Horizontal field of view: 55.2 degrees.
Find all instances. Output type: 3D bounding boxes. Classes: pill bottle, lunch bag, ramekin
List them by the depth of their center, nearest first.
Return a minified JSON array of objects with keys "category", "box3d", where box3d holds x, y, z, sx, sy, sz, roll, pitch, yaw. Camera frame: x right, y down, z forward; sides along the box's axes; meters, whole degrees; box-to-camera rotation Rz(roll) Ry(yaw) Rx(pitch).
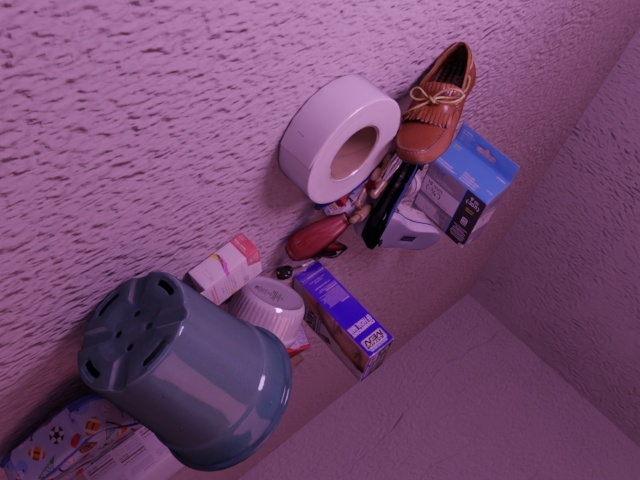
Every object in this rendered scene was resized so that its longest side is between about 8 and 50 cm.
[{"category":"lunch bag","box3d":[-0.557,0.461,1.408,0.303,0.115,0.243,-36,165,8]},{"category":"ramekin","box3d":[-0.139,0.181,1.602,0.207,0.207,0.109,-6,126,-58]},{"category":"pill bottle","box3d":[0.241,-0.166,1.829,0.137,0.078,0.078,-15,143,-52]}]

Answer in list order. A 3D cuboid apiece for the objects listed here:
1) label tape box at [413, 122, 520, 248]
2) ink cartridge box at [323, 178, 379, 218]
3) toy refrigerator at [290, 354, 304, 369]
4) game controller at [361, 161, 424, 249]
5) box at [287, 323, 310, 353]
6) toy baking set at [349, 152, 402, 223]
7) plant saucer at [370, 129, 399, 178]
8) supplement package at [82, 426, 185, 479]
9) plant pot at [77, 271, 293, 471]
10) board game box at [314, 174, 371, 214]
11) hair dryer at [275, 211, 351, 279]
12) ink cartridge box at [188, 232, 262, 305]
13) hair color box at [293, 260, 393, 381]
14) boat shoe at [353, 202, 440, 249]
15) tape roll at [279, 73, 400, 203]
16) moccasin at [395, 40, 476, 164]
[{"category":"label tape box","box3d":[0.462,-0.173,1.997,0.106,0.240,0.333,-29,152,-32]},{"category":"ink cartridge box","box3d":[0.082,-0.104,1.673,0.150,0.063,0.109,-43,157,-6]},{"category":"toy refrigerator","box3d":[-0.141,0.364,2.040,0.094,0.102,0.269,-43,157,-6]},{"category":"game controller","box3d":[0.206,-0.125,1.648,0.319,0.067,0.166,-60,180,-19]},{"category":"box","box3d":[-0.168,0.290,1.755,0.123,0.128,0.257,-36,160,34]},{"category":"toy baking set","box3d":[0.151,-0.139,1.570,0.196,0.030,0.256,-60,169,22]},{"category":"plant saucer","box3d":[0.182,-0.238,1.667,0.168,0.029,0.168,-37,157,-19]},{"category":"supplement package","box3d":[-0.533,0.651,1.784,0.262,0.145,0.204,-34,155,-26]},{"category":"plant pot","box3d":[-0.285,0.254,1.256,0.341,0.341,0.334,-44,136,-5]},{"category":"board game box","box3d":[0.064,-0.115,1.534,0.169,0.033,0.133,-27,-162,22]},{"category":"hair dryer","box3d":[0.000,0.000,1.653,0.224,0.080,0.293,-24,168,-30]},{"category":"ink cartridge box","box3d":[-0.236,0.085,1.435,0.198,0.067,0.115,-39,157,-21]},{"category":"hair color box","box3d":[0.056,0.245,1.864,0.110,0.339,0.185,-35,156,-27]},{"category":"boat shoe","box3d":[0.218,-0.075,1.871,0.367,0.156,0.136,7,138,-43]},{"category":"tape roll","box3d":[0.044,-0.220,1.358,0.286,0.100,0.286,-38,157,-19]},{"category":"moccasin","box3d":[0.280,-0.329,1.451,0.380,0.139,0.147,-54,150,-27]}]
